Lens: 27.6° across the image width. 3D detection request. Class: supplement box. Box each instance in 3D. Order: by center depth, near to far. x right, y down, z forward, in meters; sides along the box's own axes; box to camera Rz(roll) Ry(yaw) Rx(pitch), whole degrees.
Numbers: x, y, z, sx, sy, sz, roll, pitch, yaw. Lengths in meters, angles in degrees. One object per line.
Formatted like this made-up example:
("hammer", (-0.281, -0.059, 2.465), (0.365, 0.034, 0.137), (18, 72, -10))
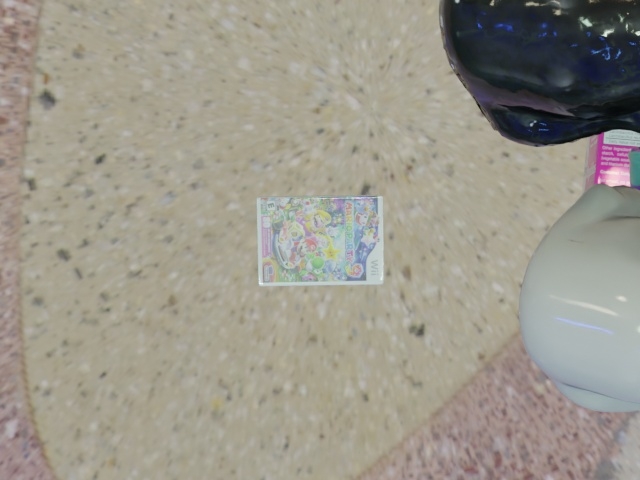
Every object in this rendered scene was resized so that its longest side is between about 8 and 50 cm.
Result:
("supplement box", (0.380, -0.068, 1.580), (0.113, 0.111, 0.220), (7, 86, 4))

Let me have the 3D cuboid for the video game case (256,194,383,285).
("video game case", (0.000, 0.000, 1.258), (0.122, 0.011, 0.087), (-1, 97, 0))

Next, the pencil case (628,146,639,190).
("pencil case", (0.244, 0.010, 0.869), (0.070, 0.064, 0.152), (-1, 86, -31))

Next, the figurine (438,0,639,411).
("figurine", (0.162, -0.013, 0.442), (0.092, 0.209, 0.215), (-40, 126, -32))
